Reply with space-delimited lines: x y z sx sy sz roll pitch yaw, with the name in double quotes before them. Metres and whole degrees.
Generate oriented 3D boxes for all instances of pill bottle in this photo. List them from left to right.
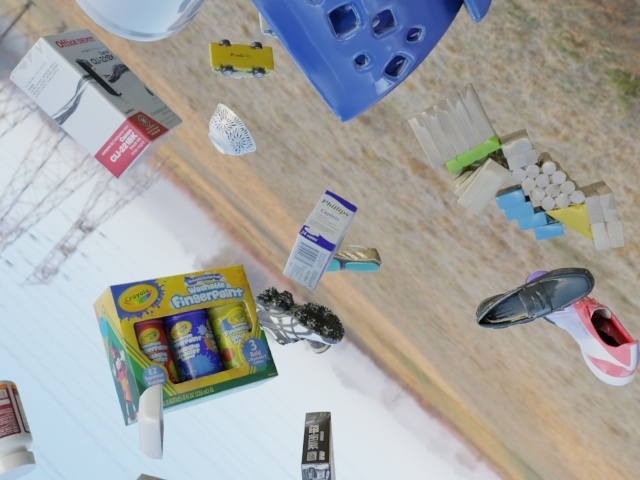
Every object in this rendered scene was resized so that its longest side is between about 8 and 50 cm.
"pill bottle" -0.769 0.461 1.649 0.221 0.121 0.121 62 -174 22

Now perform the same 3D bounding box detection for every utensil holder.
"utensil holder" -0.329 -0.630 1.401 0.327 0.328 0.385 41 158 -21

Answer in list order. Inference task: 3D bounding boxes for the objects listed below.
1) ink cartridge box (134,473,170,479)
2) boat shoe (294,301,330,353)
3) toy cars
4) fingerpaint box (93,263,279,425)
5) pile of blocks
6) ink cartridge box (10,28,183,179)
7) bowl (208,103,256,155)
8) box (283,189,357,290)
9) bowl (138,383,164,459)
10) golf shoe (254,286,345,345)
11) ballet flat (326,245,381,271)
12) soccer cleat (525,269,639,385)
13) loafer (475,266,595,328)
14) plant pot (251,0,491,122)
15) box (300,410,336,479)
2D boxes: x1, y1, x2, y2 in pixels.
"ink cartridge box" -0.214 0.532 0.943 0.207 0.354 0.119 16 172 -3
"boat shoe" -0.046 0.225 1.909 0.223 0.080 0.073 45 161 46
"toy cars" -0.168 -0.584 2.026 0.176 0.394 0.087 46 156 -2
"fingerpaint box" -0.389 0.291 2.009 0.444 0.163 0.371 -7 -109 -39
"pile of blocks" 0.299 -0.100 1.055 0.362 0.149 0.112 37 -159 1
"ink cartridge box" -0.432 -0.276 1.348 0.273 0.114 0.197 44 -159 -10
"bowl" -0.271 -0.304 1.976 0.170 0.080 0.170 44 163 17
"box" 0.000 0.000 1.287 0.072 0.137 0.126 28 138 3
"bowl" -0.395 0.425 1.594 0.053 0.142 0.142 -3 -152 -11
"golf shoe" -0.040 0.163 1.295 0.198 0.094 0.077 24 -149 32
"ballet flat" 0.057 0.045 1.791 0.206 0.067 0.073 3 145 0
"soccer cleat" 0.540 0.149 1.411 0.318 0.108 0.117 -119 19 -46
"loafer" 0.389 0.113 1.248 0.076 0.223 0.078 63 -152 -4
"plant pot" 0.039 -0.309 0.714 0.236 0.212 0.236 47 -158 -38
"box" 0.000 0.647 1.796 0.242 0.076 0.308 -84 -10 -74
